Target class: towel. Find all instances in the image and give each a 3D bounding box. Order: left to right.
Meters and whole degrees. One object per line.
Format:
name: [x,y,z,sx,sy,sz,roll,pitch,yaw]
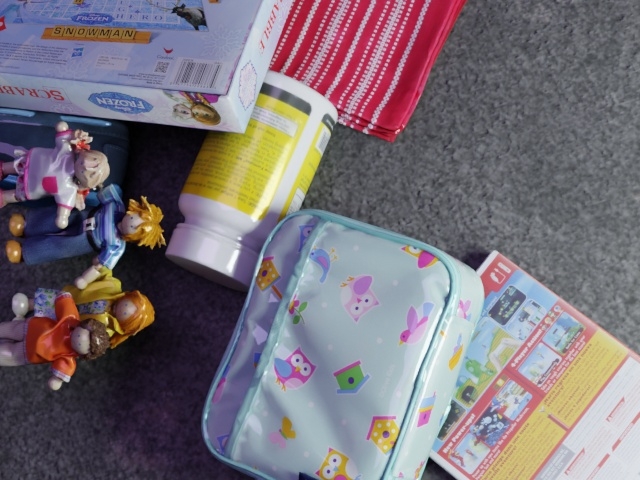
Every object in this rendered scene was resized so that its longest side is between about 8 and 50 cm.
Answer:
towel: [0.005,-0.239,1.462,0.275,0.031,0.199,24,80,17]

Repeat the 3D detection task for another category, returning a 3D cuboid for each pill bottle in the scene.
pill bottle: [-0.073,-0.060,1.380,0.119,0.119,0.208,20,79,16]

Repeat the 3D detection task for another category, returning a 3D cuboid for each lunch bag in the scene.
lunch bag: [0.013,0.120,1.292,0.224,0.108,0.279,20,86,25]

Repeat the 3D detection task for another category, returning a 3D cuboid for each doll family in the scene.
doll family: [-0.238,0.019,1.351,0.163,0.118,0.263,-5,81,23]

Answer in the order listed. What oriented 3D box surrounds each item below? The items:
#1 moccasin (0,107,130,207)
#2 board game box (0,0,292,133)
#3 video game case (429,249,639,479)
moccasin: [-0.369,-0.113,1.468,0.342,0.138,0.117,15,74,1]
board game box: [-0.184,-0.270,1.404,0.318,0.066,0.318,9,61,19]
video game case: [0.218,0.170,1.303,0.285,0.025,0.204,38,85,19]
